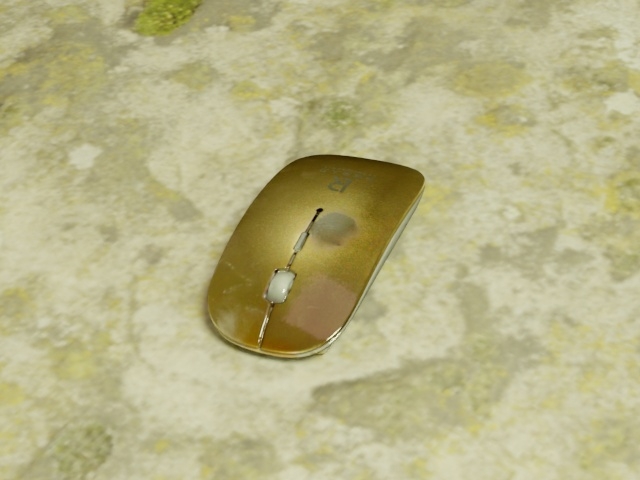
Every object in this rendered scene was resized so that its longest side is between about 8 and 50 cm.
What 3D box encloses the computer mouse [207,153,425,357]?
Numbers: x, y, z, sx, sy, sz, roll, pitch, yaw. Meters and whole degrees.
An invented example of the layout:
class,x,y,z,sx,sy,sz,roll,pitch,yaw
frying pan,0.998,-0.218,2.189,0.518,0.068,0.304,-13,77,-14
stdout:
class,x,y,z,sx,sy,sz,roll,pitch,yaw
computer mouse,0.000,-0.002,0.819,0.102,0.045,0.199,13,42,21
